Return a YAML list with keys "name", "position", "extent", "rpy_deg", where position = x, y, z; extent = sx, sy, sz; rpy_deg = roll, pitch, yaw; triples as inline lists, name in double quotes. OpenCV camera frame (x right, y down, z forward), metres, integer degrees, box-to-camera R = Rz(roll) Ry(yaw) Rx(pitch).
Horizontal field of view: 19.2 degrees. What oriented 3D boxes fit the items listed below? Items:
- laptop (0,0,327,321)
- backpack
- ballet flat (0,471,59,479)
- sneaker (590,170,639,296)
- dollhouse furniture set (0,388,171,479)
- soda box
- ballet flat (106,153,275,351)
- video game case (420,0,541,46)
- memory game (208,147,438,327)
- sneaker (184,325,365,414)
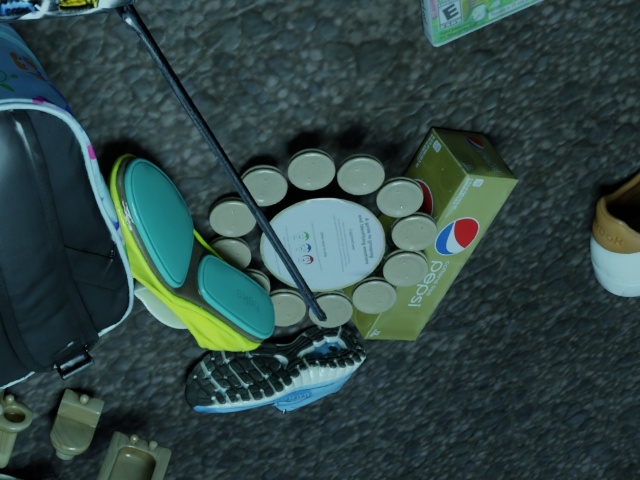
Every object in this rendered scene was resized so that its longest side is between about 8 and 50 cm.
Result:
- name: "laptop"
  position: [-0.229, -0.137, 0.929]
  extent: [0.408, 0.382, 0.236]
  rpy_deg: [-9, 135, -28]
- name: "backpack"
  position: [-0.248, -0.022, 1.192]
  extent: [0.225, 0.191, 0.253]
  rpy_deg: [-26, 149, -13]
- name: "ballet flat"
  position: [-0.301, 0.226, 1.510]
  extent: [0.221, 0.079, 0.077]
  rpy_deg: [-7, 154, -33]
- name: "sneaker"
  position: [0.372, -0.051, 1.661]
  extent: [0.290, 0.106, 0.123]
  rpy_deg: [-26, 144, -6]
- name: "dollhouse furniture set"
  position: [-0.191, 0.157, 1.462]
  extent: [0.151, 0.144, 0.123]
  rpy_deg: [20, 125, -3]
- name: "soda box"
  position: [0.084, -0.002, 1.549]
  extent: [0.058, 0.061, 0.181]
  rpy_deg: [3, 129, -38]
- name: "ballet flat"
  position: [-0.118, 0.019, 1.425]
  extent: [0.077, 0.077, 0.231]
  rpy_deg: [-9, 144, 26]
- name: "video game case"
  position: [0.164, -0.252, 1.370]
  extent: [0.212, 0.023, 0.193]
  rpy_deg: [-24, 141, -11]
- name: "memory game"
  position: [0.000, 0.000, 1.482]
  extent: [0.186, 0.012, 0.186]
  rpy_deg: [-2, 131, -2]
- name: "sneaker"
  position: [-0.039, 0.125, 1.600]
  extent: [0.162, 0.063, 0.073]
  rpy_deg: [-10, 139, -27]
